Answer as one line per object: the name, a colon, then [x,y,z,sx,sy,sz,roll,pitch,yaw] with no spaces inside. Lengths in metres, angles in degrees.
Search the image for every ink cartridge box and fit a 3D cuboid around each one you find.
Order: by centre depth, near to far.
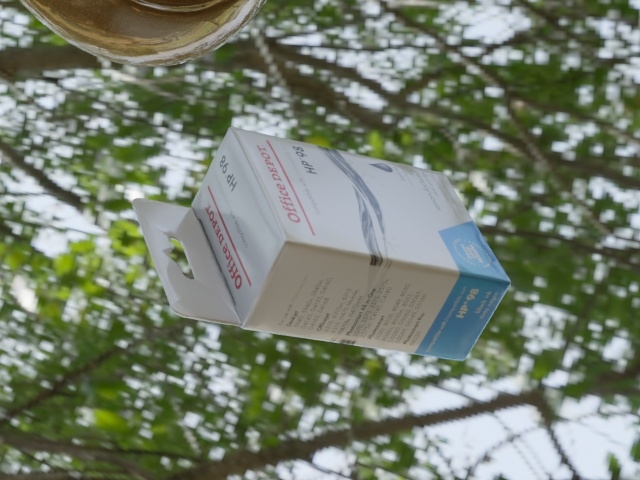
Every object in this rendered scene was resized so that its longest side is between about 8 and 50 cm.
ink cartridge box: [0.000,0.000,0.900,0.180,0.104,0.060,10,-56,-31]

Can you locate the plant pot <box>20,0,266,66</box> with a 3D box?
plant pot: [-0.095,-0.217,0.945,0.236,0.032,0.236,1,-91,-42]
